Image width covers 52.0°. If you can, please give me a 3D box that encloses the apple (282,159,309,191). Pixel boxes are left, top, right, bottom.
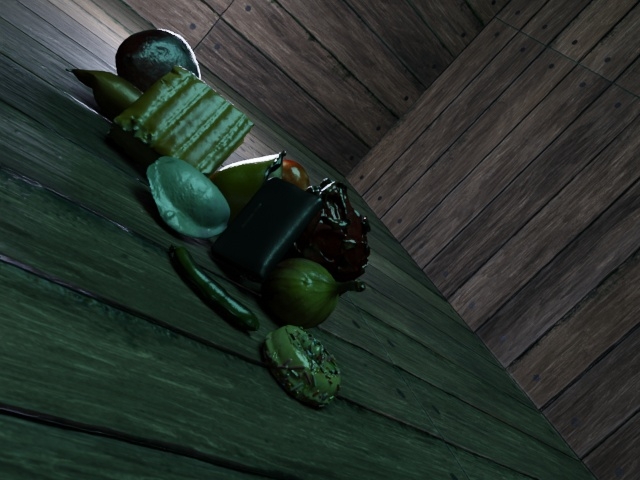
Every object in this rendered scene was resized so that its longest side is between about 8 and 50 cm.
[{"bbox_3d":[-0.113,-0.190,2.151,0.163,0.163,0.139,43,23,-1],"label":"apple"}]

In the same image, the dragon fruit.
[{"bbox_3d":[0.000,0.000,1.541,0.245,0.298,0.244,14,14,-4],"label":"dragon fruit"}]

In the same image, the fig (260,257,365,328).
[{"bbox_3d":[-0.014,0.121,1.347,0.231,0.143,0.160,22,-12,45],"label":"fig"}]

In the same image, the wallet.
[{"bbox_3d":[-0.117,-0.027,1.385,0.149,0.250,0.044,28,-27,20],"label":"wallet"}]

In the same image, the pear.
[{"bbox_3d":[-0.192,-0.109,1.597,0.178,0.266,0.267,12,12,3],"label":"pear"}]

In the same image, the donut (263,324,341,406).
[{"bbox_3d":[-0.028,0.221,1.190,0.175,0.068,0.174,41,11,-10],"label":"donut"}]

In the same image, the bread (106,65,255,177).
[{"bbox_3d":[-0.319,-0.246,1.494,0.239,0.246,0.111,38,-32,-5],"label":"bread"}]

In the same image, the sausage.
[{"bbox_3d":[-0.461,-0.319,1.579,0.328,0.112,0.112,39,12,-10],"label":"sausage"}]

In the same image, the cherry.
[{"bbox_3d":[-0.470,-0.494,1.885,0.300,0.203,0.230,-7,88,-63],"label":"cherry"}]

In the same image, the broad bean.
[{"bbox_3d":[-0.196,0.084,1.182,0.227,0.039,0.069,45,6,8],"label":"broad bean"}]

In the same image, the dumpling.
[{"bbox_3d":[-0.280,-0.072,1.355,0.216,0.149,0.105,46,-29,-22],"label":"dumpling"}]
